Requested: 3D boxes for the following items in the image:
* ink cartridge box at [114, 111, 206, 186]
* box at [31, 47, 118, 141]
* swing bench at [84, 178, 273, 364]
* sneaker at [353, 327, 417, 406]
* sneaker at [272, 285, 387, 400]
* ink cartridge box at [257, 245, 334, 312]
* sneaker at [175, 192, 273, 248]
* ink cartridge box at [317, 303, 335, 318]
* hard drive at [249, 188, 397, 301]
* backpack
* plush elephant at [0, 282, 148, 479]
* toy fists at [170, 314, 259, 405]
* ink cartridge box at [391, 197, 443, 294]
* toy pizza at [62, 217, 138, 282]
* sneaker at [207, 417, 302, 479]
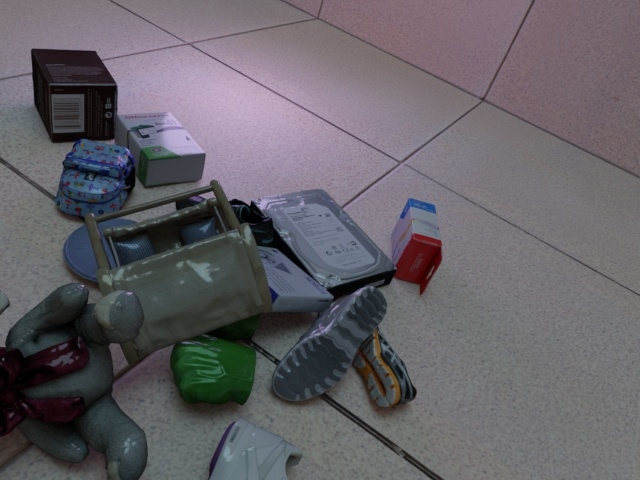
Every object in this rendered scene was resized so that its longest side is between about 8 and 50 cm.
[{"bbox_3d":[-0.429,-0.247,1.408,0.160,0.092,0.219,-15,50,-38],"label":"ink cartridge box"},{"bbox_3d":[-0.658,-0.390,1.418,0.167,0.168,0.203,-12,48,-34],"label":"box"},{"bbox_3d":[-0.252,0.042,0.936,0.253,0.165,0.254,-19,38,-19],"label":"swing bench"},{"bbox_3d":[0.122,0.243,1.072,0.083,0.084,0.215,15,37,-33],"label":"sneaker"},{"bbox_3d":[0.014,0.205,1.038,0.281,0.115,0.105,-38,96,-26],"label":"sneaker"},{"bbox_3d":[-0.119,0.074,1.102,0.224,0.045,0.223,7,23,-48],"label":"ink cartridge box"},{"bbox_3d":[-0.223,-0.062,1.264,0.267,0.106,0.101,26,39,10],"label":"sneaker"},{"bbox_3d":[0.023,0.183,1.130,0.063,0.029,0.115,16,37,-5],"label":"ink cartridge box"},{"bbox_3d":[0.000,0.000,1.323,0.237,0.064,0.339,-12,46,-36],"label":"hard drive"},{"bbox_3d":[-0.517,-0.133,1.209,0.158,0.117,0.173,14,40,-7],"label":"backpack"},{"bbox_3d":[-0.428,0.191,0.733,0.330,0.271,0.255,11,12,39],"label":"plush elephant"},{"bbox_3d":[-0.197,0.183,0.980,0.142,0.096,0.279,20,34,-16],"label":"toy fists"},{"bbox_3d":[0.243,0.013,1.357,0.078,0.134,0.231,16,36,-7],"label":"ink cartridge box"},{"bbox_3d":[-0.431,0.025,1.118,0.201,0.032,0.201,11,38,-9],"label":"toy pizza"},{"bbox_3d":[-0.107,0.392,0.739,0.152,0.114,0.305,20,37,1],"label":"sneaker"}]
